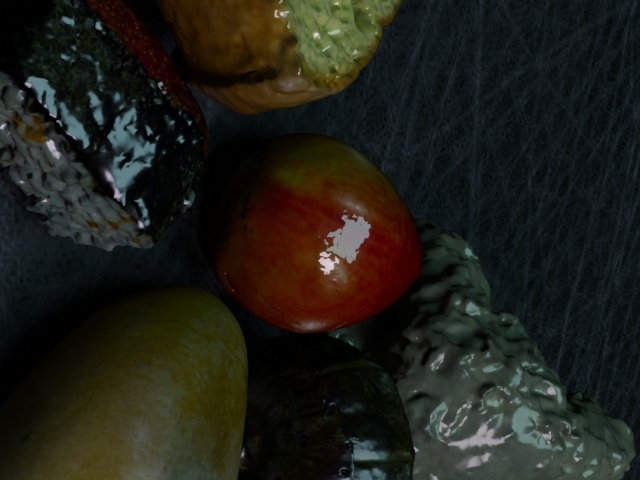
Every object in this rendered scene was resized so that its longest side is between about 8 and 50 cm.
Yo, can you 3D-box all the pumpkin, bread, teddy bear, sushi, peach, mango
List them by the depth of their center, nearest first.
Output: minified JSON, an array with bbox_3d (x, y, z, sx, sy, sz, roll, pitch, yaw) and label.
[{"bbox_3d":[-0.182,-0.096,1.001,0.126,0.136,0.225,-54,133,-33],"label":"sushi"},{"bbox_3d":[-0.046,-0.233,1.060,0.194,0.179,0.340,67,32,-33],"label":"bread"},{"bbox_3d":[-0.170,0.189,1.082,0.384,0.199,0.221,-58,132,-35],"label":"mango"},{"bbox_3d":[0.000,0.000,1.205,0.197,0.197,0.197,-21,119,-43],"label":"peach"},{"bbox_3d":[-0.023,0.202,1.220,0.159,0.238,0.238,2,102,-41],"label":"pumpkin"},{"bbox_3d":[0.094,0.216,1.373,0.367,0.224,0.357,-42,96,12],"label":"teddy bear"}]
